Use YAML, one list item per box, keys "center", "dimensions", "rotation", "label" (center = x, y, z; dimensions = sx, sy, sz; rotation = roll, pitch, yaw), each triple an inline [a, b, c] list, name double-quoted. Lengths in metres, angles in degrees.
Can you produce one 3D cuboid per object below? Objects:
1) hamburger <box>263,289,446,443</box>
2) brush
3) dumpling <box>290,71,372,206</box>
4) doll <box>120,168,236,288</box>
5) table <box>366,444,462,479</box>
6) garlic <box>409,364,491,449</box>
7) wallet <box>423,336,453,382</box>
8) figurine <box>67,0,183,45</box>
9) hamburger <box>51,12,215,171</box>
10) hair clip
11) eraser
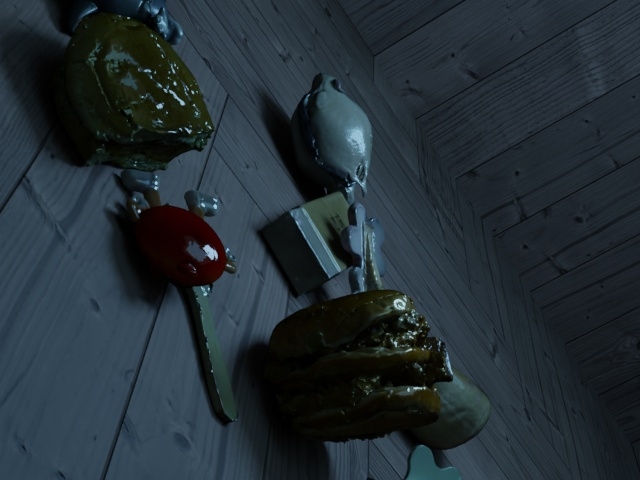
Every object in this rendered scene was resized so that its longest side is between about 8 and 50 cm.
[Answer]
- center: [0.037, 0.186, 1.742]
  dimensions: [0.245, 0.260, 0.211]
  rotation: [-6, 79, -26]
  label: "hamburger"
- center: [-0.163, 0.097, 1.635]
  dimensions: [0.085, 0.020, 0.337]
  rotation: [39, 27, -52]
  label: "brush"
- center: [0.003, -0.190, 2.420]
  dimensions: [0.163, 0.204, 0.293]
  rotation: [-5, 80, -39]
  label: "dumpling"
- center: [-0.184, -0.003, 1.612]
  dimensions: [0.183, 0.085, 0.217]
  rotation: [22, 27, -33]
  label: "doll"
- center: [0.175, 0.424, 1.861]
  dimensions: [0.198, 0.166, 0.166]
  rotation: [40, 25, -32]
  label: "table"
- center: [0.172, 0.262, 2.209]
  dimensions: [0.338, 0.151, 0.196]
  rotation: [41, 1, -23]
  label: "garlic"
- center: [0.137, 0.211, 2.096]
  dimensions: [0.026, 0.176, 0.095]
  rotation: [100, -16, -49]
  label: "wallet"
- center: [-0.297, -0.382, 1.851]
  dimensions: [0.265, 0.140, 0.193]
  rotation: [36, 50, -80]
  label: "figurine"
- center: [-0.263, -0.207, 1.663]
  dimensions: [0.211, 0.132, 0.309]
  rotation: [64, 18, 6]
  label: "hamburger"
- center: [0.083, 0.061, 2.107]
  dimensions: [0.146, 0.075, 0.257]
  rotation: [28, 46, -50]
  label: "hair clip"
- center: [0.000, 0.000, 2.177]
  dimensions: [0.144, 0.078, 0.343]
  rotation: [59, 17, 1]
  label: "eraser"
